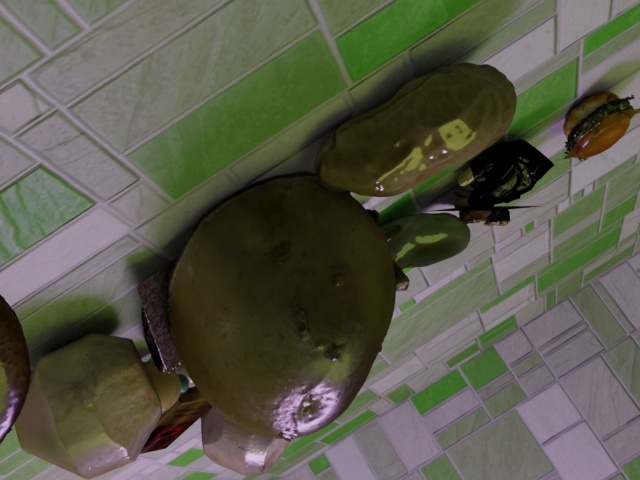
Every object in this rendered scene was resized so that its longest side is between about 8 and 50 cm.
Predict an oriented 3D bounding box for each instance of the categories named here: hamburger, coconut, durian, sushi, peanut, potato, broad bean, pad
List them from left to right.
[{"bbox_3d":[-0.413,0.292,1.627,0.259,0.259,0.259,-27,158,-12],"label":"coconut"},{"bbox_3d":[-0.265,0.178,1.730,0.108,0.119,0.186,-19,154,-21],"label":"durian"},{"bbox_3d":[-0.234,0.114,1.623,0.158,0.003,0.235,-39,142,-27],"label":"pad"},{"bbox_3d":[-0.196,0.472,2.350,0.227,0.231,0.227,-51,157,-33],"label":"coconut"},{"bbox_3d":[-0.028,0.148,1.567,0.386,0.319,0.442,-11,134,-33],"label":"potato"},{"bbox_3d":[0.203,0.001,1.958,0.228,0.100,0.169,-7,151,-19],"label":"broad bean"},{"bbox_3d":[0.155,-0.169,1.492,0.340,0.158,0.174,-33,180,12],"label":"peanut"},{"bbox_3d":[0.356,-0.051,2.020,0.193,0.040,0.210,1,-175,38],"label":"sushi"},{"bbox_3d":[0.588,-0.249,1.992,0.164,0.093,0.189,-10,148,-40],"label":"hamburger"}]

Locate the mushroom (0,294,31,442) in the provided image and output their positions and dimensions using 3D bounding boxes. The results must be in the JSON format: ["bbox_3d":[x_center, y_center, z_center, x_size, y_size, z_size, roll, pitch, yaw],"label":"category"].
[{"bbox_3d":[-0.519,0.184,1.137,0.334,0.356,0.331,44,74,-29],"label":"mushroom"}]

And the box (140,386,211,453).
[{"bbox_3d":[-0.363,0.417,2.192,0.240,0.071,0.159,-43,158,24],"label":"box"}]

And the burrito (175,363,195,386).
[{"bbox_3d":[-0.215,0.271,2.069,0.392,0.076,0.117,-12,157,-37],"label":"burrito"}]

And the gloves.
[{"bbox_3d":[0.370,-0.126,1.954,0.164,0.124,0.203,23,119,-40],"label":"gloves"}]

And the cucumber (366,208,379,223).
[{"bbox_3d":[-0.001,0.000,1.763,0.265,0.077,0.077,-19,156,-31],"label":"cucumber"}]

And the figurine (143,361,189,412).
[{"bbox_3d":[-0.424,0.352,1.887,0.325,0.124,0.222,-33,157,17],"label":"figurine"}]
